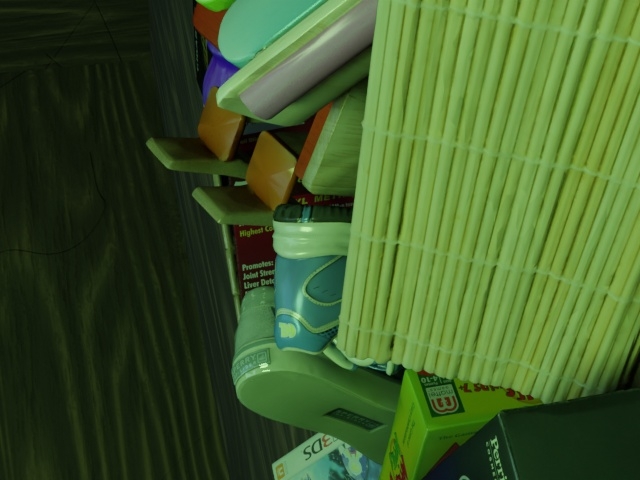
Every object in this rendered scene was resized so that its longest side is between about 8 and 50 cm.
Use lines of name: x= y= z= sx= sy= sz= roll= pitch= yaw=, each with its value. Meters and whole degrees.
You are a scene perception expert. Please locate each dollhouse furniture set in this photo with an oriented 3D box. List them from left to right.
dollhouse furniture set: x=-0.009 y=-0.121 z=0.681 sx=0.259 sy=0.135 sz=0.262 roll=45 pitch=121 yaw=42

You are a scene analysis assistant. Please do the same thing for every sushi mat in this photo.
sushi mat: x=0.091 y=-0.035 z=0.447 sx=0.317 sy=0.151 sz=0.019 roll=95 pitch=-171 yaw=-47

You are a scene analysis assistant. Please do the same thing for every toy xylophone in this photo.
toy xylophone: x=0.012 y=-0.213 z=0.547 sx=0.236 sy=0.081 sz=0.323 roll=-40 pitch=49 yaw=23

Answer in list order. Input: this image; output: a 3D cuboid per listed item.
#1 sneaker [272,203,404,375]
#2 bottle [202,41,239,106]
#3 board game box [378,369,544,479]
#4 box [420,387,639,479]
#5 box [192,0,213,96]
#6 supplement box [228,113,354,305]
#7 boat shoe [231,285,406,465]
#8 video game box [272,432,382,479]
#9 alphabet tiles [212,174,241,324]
sneaker: x=0.038 y=0.040 z=0.646 sx=0.080 sy=0.211 sz=0.081 roll=2 pitch=77 yaw=40
bottle: x=-0.058 y=-0.140 z=1.077 sx=0.092 sy=0.118 sz=0.283 roll=37 pitch=145 yaw=40
board game box: x=0.090 y=0.140 z=0.676 sx=0.181 sy=0.092 sz=0.043 roll=97 pitch=161 yaw=-50
box: x=0.134 y=0.221 z=0.511 sx=0.184 sy=0.103 sz=0.261 roll=115 pitch=146 yaw=-63
box: x=-0.113 y=-0.297 z=1.393 sx=0.257 sy=0.079 sz=0.322 roll=-116 pitch=22 yaw=-51
supplement box: x=0.000 y=0.000 z=0.845 sx=0.073 sy=0.130 sz=0.240 roll=75 pitch=-174 yaw=-61
boat shoe: x=0.035 y=0.089 z=0.708 sx=0.079 sy=0.227 sz=0.081 roll=-29 pitch=49 yaw=33
video game box: x=0.047 y=0.234 z=0.846 sx=0.187 sy=0.048 sz=0.205 roll=-43 pitch=50 yaw=40
alphabet tiles: x=-0.026 y=-0.021 z=0.978 sx=0.009 sy=0.198 sz=0.237 roll=-21 pitch=73 yaw=33
